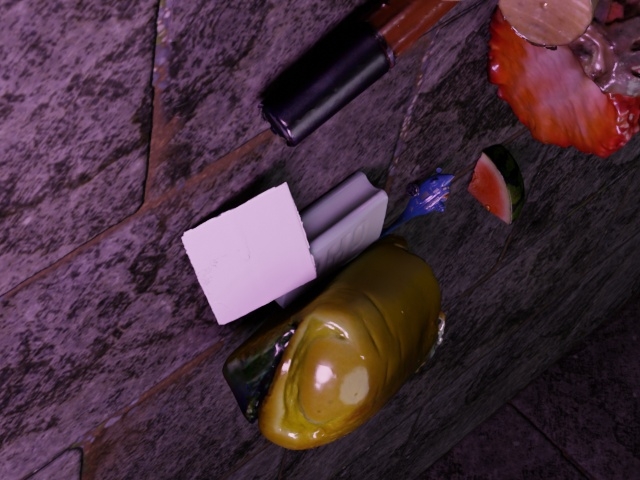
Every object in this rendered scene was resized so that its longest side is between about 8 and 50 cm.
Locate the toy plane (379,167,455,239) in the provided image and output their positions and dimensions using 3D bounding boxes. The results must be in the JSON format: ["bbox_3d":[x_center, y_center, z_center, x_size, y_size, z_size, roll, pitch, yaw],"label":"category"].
[{"bbox_3d":[0.148,-0.048,2.303,0.167,0.062,0.054,-40,161,11],"label":"toy plane"}]

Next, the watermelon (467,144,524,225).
[{"bbox_3d":[0.295,-0.089,2.480,0.094,0.135,0.125,-13,170,17],"label":"watermelon"}]

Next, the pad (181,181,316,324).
[{"bbox_3d":[-0.089,0.022,1.926,0.156,0.004,0.232,-26,146,-7],"label":"pad"}]

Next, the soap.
[{"bbox_3d":[0.000,0.000,2.087,0.198,0.066,0.119,-36,155,-26],"label":"soap"}]

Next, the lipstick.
[{"bbox_3d":[0.094,-0.266,1.764,0.418,0.077,0.077,-43,159,-15],"label":"lipstick"}]

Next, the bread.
[{"bbox_3d":[0.030,0.153,2.110,0.251,0.208,0.376,-37,179,28],"label":"bread"}]

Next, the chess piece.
[{"bbox_3d":[0.341,-0.389,1.882,0.301,0.137,0.137,-56,168,-33],"label":"chess piece"}]

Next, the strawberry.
[{"bbox_3d":[0.362,-0.255,2.062,0.149,0.265,0.336,-38,180,-17],"label":"strawberry"}]
